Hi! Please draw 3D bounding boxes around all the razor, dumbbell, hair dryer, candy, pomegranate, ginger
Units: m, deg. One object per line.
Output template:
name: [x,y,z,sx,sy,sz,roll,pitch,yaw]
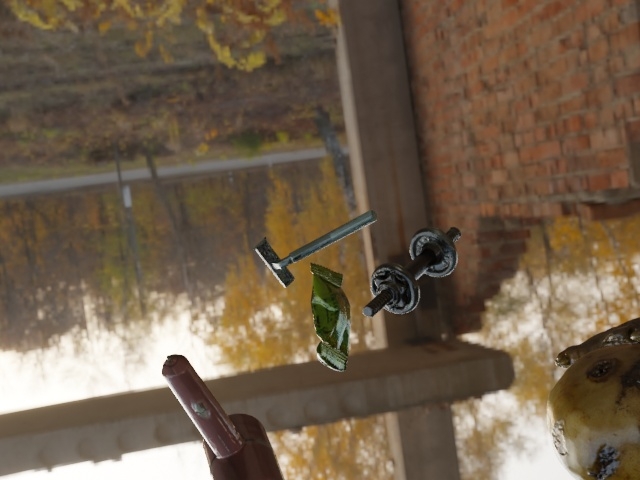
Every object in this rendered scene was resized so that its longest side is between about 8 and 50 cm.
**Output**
razor: [-0.002,0.004,1.423,0.211,0.084,0.036,-26,-160,35]
dumbbell: [0.137,0.042,1.370,0.082,0.081,0.254,-6,-158,41]
hair dryer: [-0.183,0.338,1.650,0.125,0.352,0.210,-31,-150,-2]
candy: [0.027,0.171,2.193,0.069,0.246,0.149,-19,152,21]
pomegranate: [0.508,0.302,1.582,0.261,0.260,0.260,-8,-177,0]
ginger: [0.678,0.220,2.080,0.333,0.080,0.166,-26,173,34]
